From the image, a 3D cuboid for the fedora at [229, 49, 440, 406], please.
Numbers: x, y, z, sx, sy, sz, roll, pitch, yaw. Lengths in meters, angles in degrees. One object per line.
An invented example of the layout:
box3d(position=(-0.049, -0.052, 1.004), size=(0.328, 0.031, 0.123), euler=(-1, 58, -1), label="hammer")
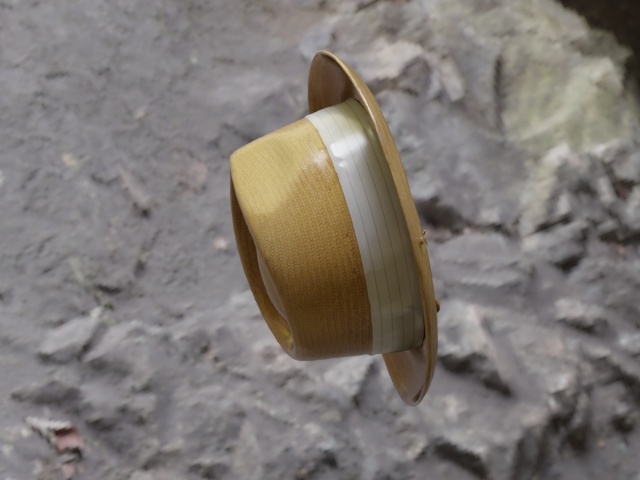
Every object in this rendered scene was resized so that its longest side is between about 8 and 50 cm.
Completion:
box3d(position=(0.000, 0.000, 0.773), size=(0.194, 0.079, 0.194), euler=(166, -90, -80), label="fedora")
